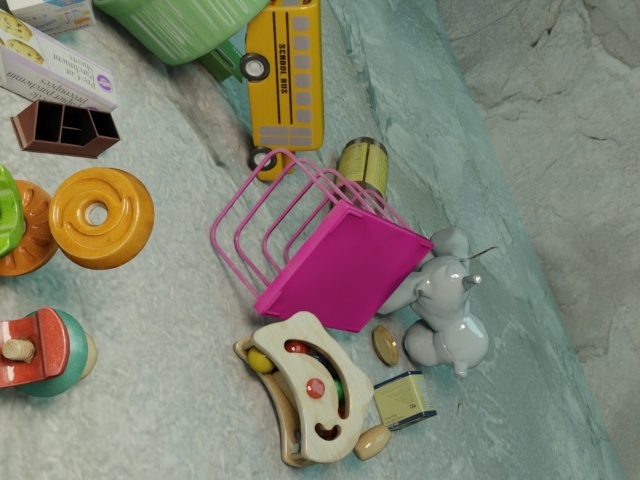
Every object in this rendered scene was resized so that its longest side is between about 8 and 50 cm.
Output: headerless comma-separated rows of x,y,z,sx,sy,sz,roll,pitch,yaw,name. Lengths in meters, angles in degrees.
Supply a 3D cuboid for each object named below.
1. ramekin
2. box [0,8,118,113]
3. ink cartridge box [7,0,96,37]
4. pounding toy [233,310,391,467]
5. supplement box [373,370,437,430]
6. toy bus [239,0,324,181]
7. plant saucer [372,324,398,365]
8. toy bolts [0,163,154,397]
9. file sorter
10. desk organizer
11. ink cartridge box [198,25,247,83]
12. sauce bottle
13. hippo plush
-0.188,-0.412,1.266,0.148,0.303,0.303,48,29,-31,ramekin
-0.388,-0.234,0.991,0.324,0.063,0.067,26,44,-51,box
-0.351,-0.324,1.057,0.143,0.092,0.090,146,-73,-82,ink cartridge box
-0.028,0.241,1.191,0.269,0.155,0.154,50,55,-5,pounding toy
0.148,0.285,1.455,0.056,0.083,0.083,14,52,-57,supplement box
-0.061,-0.259,1.383,0.108,0.130,0.333,-87,176,-49,toy bus
0.121,0.202,1.566,0.083,0.015,0.083,42,32,-35,plant saucer
-0.257,0.042,0.835,0.158,0.218,0.228,63,21,-78,toy bolts
0.000,0.000,1.299,0.182,0.202,0.290,48,15,31,file sorter
-0.320,-0.140,1.041,0.130,0.050,0.047,-1,66,-62,desk organizer
-0.189,-0.363,1.489,0.109,0.062,0.209,44,31,-34,ink cartridge box
0.075,-0.083,1.656,0.111,0.111,0.344,50,29,-24,sauce bottle
0.255,0.125,1.618,0.234,0.294,0.236,-49,120,-47,hippo plush
